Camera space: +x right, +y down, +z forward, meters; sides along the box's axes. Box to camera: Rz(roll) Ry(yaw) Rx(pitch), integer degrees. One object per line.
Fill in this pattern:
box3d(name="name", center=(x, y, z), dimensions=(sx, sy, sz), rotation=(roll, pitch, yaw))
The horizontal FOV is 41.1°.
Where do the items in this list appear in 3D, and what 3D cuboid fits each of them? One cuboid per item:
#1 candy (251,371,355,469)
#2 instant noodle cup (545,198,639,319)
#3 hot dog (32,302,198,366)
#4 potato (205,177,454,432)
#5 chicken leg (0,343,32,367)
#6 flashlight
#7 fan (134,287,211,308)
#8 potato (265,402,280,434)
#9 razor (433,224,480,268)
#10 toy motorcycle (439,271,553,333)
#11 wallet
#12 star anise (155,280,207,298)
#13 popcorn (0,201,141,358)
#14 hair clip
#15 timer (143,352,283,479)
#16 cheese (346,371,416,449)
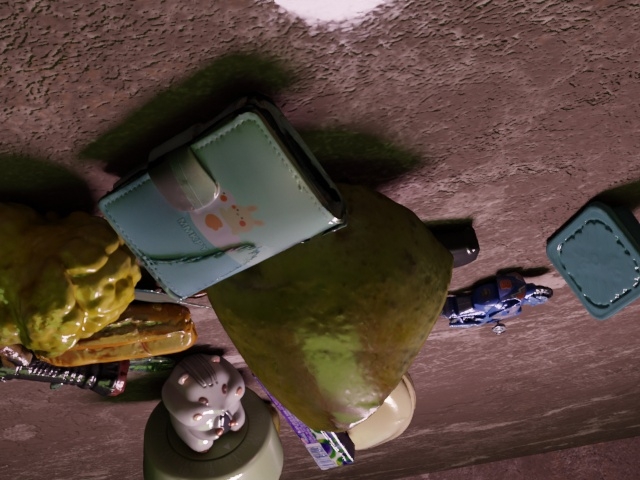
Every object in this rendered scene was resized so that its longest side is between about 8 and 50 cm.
box3d(name="candy", center=(-0.028, 0.347, 1.743), dimensions=(0.088, 0.061, 0.312), rotation=(-17, 121, 23))
box3d(name="instant noodle cup", center=(0.454, 0.026, 1.346), dimensions=(0.070, 0.157, 0.179), rotation=(-24, 163, -27))
box3d(name="hot dog", center=(-0.333, 0.149, 1.370), dimensions=(0.268, 0.072, 0.115), rotation=(-5, 155, -8))
box3d(name="potato", center=(-0.030, 0.083, 1.089), dimensions=(0.330, 0.213, 0.280), rotation=(-30, 126, 35))
box3d(name="chicken leg", center=(-0.506, 0.141, 1.277), dimensions=(0.125, 0.081, 0.196), rotation=(-23, 150, 33))
box3d(name="flashlight", center=(-0.445, 0.211, 1.455), dimensions=(0.231, 0.093, 0.093), rotation=(16, 145, -34))
box3d(name="fan", center=(-0.246, 0.088, 1.304), dimensions=(0.175, 0.005, 0.113), rotation=(14, 165, -29))
box3d(name="potato", center=(-0.171, 0.468, 2.037), dimensions=(0.154, 0.137, 0.200), rotation=(-4, 153, -16))
box3d(name="razor", center=(0.168, 0.019, 1.308), dimensions=(0.147, 0.054, 0.090), rotation=(-5, 158, -10))
box3d(name="toy motorcycle", center=(0.314, 0.112, 1.551), dimensions=(0.205, 0.076, 0.114), rotation=(-23, 144, 29))
box3d(name="wallet", center=(-0.114, -0.042, 0.955), dimensions=(0.250, 0.075, 0.176), rotation=(-25, 111, 30))
box3d(name="star anise", center=(-0.161, 0.048, 1.240), dimensions=(0.212, 0.054, 0.157), rotation=(-18, 159, 24))
box3d(name="popcorn", center=(-0.335, 0.036, 1.042), dimensions=(0.200, 0.226, 0.203), rotation=(-42, 112, -7))
box3d(name="hair clip", center=(-0.385, 0.239, 1.585), dimensions=(0.229, 0.036, 0.066), rotation=(-8, 160, -20))
box3d(name="timer", center=(-0.222, 0.350, 1.679), dimensions=(0.290, 0.291, 0.315), rotation=(-7, 132, -7))
box3d(name="cheese", center=(0.071, 0.338, 1.835), dimensions=(0.266, 0.127, 0.233), rotation=(-27, 124, 24))
